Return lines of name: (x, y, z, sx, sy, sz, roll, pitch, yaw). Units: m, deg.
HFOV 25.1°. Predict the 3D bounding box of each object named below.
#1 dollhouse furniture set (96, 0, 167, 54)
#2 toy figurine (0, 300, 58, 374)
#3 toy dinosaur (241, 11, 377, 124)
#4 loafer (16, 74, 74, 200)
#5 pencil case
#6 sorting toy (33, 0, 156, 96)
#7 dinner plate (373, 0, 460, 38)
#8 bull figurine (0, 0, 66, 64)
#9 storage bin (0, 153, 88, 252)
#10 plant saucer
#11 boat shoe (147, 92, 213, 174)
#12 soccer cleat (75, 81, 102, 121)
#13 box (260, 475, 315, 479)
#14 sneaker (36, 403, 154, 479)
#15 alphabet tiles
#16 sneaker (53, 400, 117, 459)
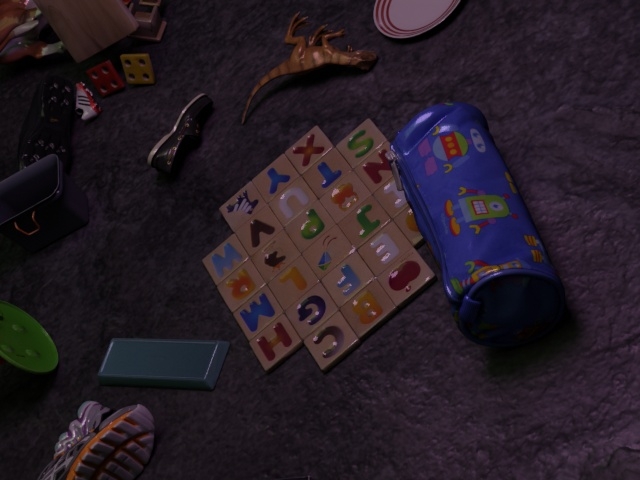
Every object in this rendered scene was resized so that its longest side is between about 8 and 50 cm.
dollhouse furniture set: (-0.295, -0.385, 2.247, 0.160, 0.101, 0.182, 9, 61, 13)
toy figurine: (-0.456, 0.174, 1.880, 0.159, 0.173, 0.130, -46, 59, 17)
toy dinosaur: (-0.028, -0.242, 1.932, 0.211, 0.064, 0.112, -14, 52, 28)
loafer: (-0.410, -0.144, 2.143, 0.078, 0.076, 0.223, 130, 151, -50)
pencil case: (0.162, -0.024, 1.576, 0.133, 0.119, 0.306, -5, 44, -14)
sorting toy: (-0.337, -0.341, 2.125, 0.132, 0.275, 0.046, -22, 20, 35)
dinner plate: (0.134, -0.320, 1.905, 0.141, 0.017, 0.141, -20, 47, 23)
bull figurine: (-0.452, -0.413, 2.350, 0.188, 0.101, 0.310, -4, 56, 32)
storage bin: (-0.394, -0.040, 2.029, 0.135, 0.091, 0.098, -28, 45, 18)
plant saucer: (-0.200, 0.150, 1.793, 0.192, 0.018, 0.067, -1, 58, 35)
boat shoe: (-0.186, -0.146, 1.993, 0.042, 0.049, 0.133, 27, 67, 17)
soccer cleat: (-0.359, -0.210, 2.180, 0.035, 0.029, 0.083, -38, 48, 1)
box: (-0.137, 0.403, 1.512, 0.295, 0.073, 0.293, -11, 52, 31)
sneaker: (-0.285, 0.274, 1.716, 0.215, 0.084, 0.083, -48, 38, -2)
alphabet tiles: (0.000, 0.000, 1.764, 0.285, 0.011, 0.342, -40, 43, 4)
sneaker: (-0.283, 0.244, 1.767, 0.069, 0.038, 0.098, 6, 62, 40)
